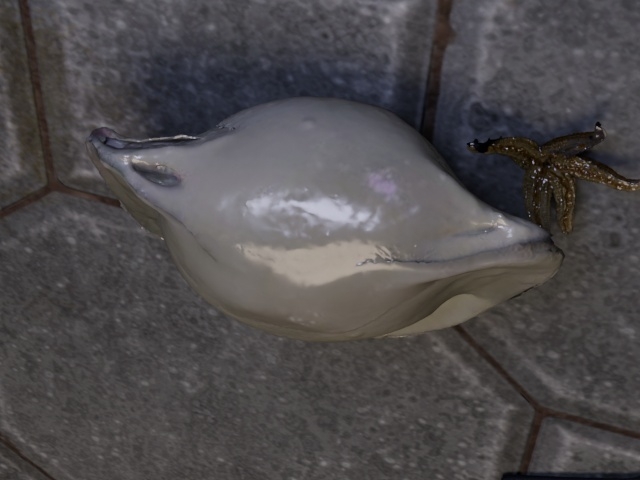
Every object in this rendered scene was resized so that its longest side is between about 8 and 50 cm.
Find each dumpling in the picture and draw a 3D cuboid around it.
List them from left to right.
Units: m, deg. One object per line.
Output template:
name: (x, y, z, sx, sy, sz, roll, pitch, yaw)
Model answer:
dumpling: (0.004, 0.000, 1.117, 0.341, 0.181, 0.260, -9, 155, 0)

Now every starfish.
starfish: (0.166, -0.058, 1.060, 0.130, 0.041, 0.133, 24, 136, -17)

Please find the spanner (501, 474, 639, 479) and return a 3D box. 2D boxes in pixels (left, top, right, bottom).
spanner: (0.272, 0.237, 1.385, 0.209, 0.012, 0.046, -5, 135, 30)
